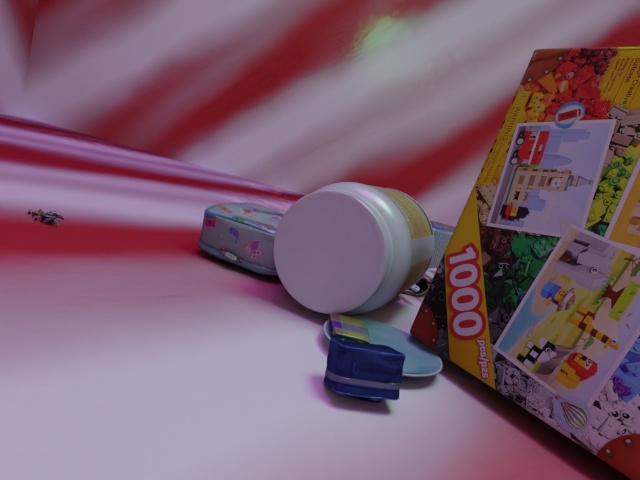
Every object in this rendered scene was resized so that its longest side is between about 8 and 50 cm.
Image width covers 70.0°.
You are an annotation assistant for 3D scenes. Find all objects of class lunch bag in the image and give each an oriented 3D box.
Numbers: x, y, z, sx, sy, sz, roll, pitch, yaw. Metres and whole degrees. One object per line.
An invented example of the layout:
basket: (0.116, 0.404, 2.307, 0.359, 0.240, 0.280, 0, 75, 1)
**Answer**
lunch bag: (-0.124, -0.002, 1.024, 0.223, 0.108, 0.279, 22, 13, 16)
lunch bag: (0.055, 0.161, 0.560, 0.098, 0.065, 0.067, 12, -5, -14)

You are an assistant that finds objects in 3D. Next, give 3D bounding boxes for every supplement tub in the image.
supplement tub: (0.078, 0.011, 0.893, 0.240, 0.241, 0.331, 20, 11, 22)

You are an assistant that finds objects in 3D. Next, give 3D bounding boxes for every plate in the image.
plate: (0.092, 0.166, 0.700, 0.188, 0.024, 0.188, 15, 11, -3)

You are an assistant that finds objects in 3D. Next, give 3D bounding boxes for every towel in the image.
towel: (0.044, 0.134, 0.701, 0.060, 0.010, 0.083, 15, 11, -7)

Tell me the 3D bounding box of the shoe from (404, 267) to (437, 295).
shoe: (0.266, 0.109, 1.163, 0.177, 0.064, 0.081, 7, 14, -18)

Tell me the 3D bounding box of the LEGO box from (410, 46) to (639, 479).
LEGO box: (0.408, 0.005, 0.655, 0.193, 0.501, 0.372, 19, 6, -39)

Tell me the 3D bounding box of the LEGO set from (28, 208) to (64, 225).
LEGO set: (-0.536, -0.051, 0.893, 0.083, 0.024, 0.054, 18, 11, 10)

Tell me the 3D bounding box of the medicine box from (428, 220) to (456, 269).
medicine box: (0.451, 0.036, 1.567, 0.288, 0.149, 0.263, 14, 11, -8)

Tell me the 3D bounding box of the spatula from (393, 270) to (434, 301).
spatula: (0.183, 0.076, 1.125, 0.168, 0.019, 0.242, -16, 21, -17)
